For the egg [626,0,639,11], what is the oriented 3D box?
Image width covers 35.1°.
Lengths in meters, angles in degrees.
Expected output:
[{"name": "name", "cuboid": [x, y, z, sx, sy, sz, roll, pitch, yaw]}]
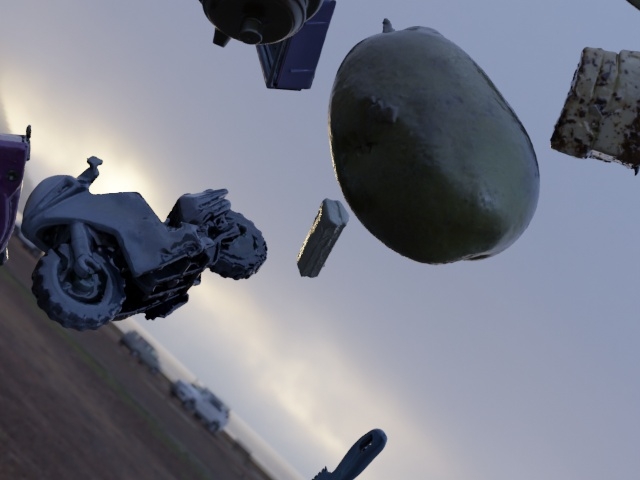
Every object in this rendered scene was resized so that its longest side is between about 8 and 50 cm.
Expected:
[{"name": "egg", "cuboid": [0.564, -0.466, 1.493, 0.286, 0.174, 0.264, -32, -84, 37]}]

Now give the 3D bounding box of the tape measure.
[{"name": "tape measure", "cuboid": [-0.541, -0.068, 1.433, 0.231, 0.245, 0.149, 7, 11, -20]}]

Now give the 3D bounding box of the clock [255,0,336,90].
[{"name": "clock", "cuboid": [-0.044, -0.346, 1.582, 0.193, 0.073, 0.145, 112, -29, -48]}]

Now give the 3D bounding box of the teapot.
[{"name": "teapot", "cuboid": [-0.077, -0.346, 1.348, 0.185, 0.175, 0.267, 16, -26, -26]}]

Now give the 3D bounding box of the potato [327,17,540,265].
[{"name": "potato", "cuboid": [0.095, -0.095, 0.929, 0.159, 0.174, 0.251, -34, -110, 41]}]

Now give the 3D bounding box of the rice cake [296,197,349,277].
[{"name": "rice cake", "cuboid": [0.000, 0.000, 1.826, 0.057, 0.052, 0.256, 63, -22, 17]}]

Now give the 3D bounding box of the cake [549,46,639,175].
[{"name": "cake", "cuboid": [0.354, -0.159, 1.226, 0.112, 0.135, 0.246, 17, 10, 14]}]

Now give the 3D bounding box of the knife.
[{"name": "knife", "cuboid": [0.005, 0.296, 1.221, 0.313, 0.019, 0.044, 125, -36, -45]}]

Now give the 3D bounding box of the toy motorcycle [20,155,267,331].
[{"name": "toy motorcycle", "cuboid": [-0.175, -0.005, 0.966, 0.159, 0.270, 0.106, 51, -52, 16]}]
